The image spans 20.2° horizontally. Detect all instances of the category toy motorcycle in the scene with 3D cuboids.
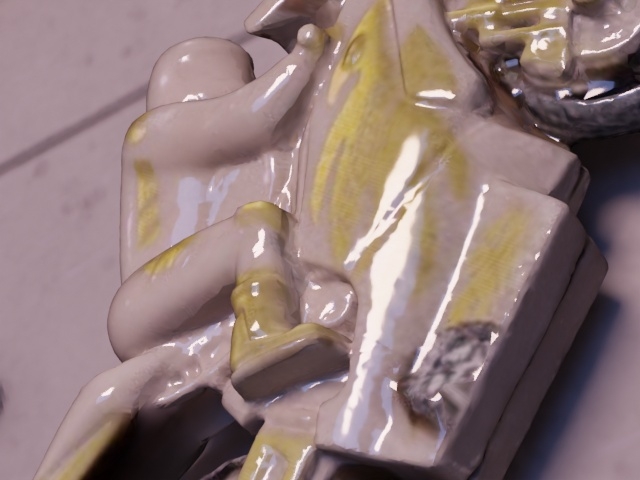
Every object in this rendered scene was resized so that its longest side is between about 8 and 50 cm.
[{"bbox_3d":[0.000,0.000,0.698,0.223,0.108,0.341,24,79,31],"label":"toy motorcycle"}]
